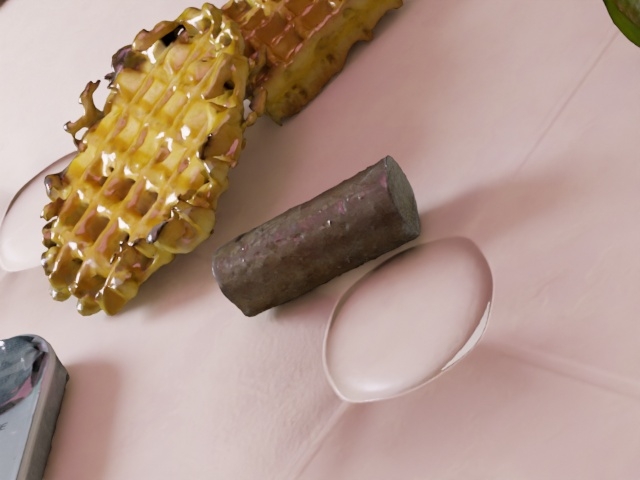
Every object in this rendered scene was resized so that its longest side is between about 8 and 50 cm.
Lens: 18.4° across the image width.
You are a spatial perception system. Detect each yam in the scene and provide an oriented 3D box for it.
[{"bbox_3d":[0.000,0.000,1.541,0.169,0.068,0.068,-28,37,24],"label":"yam"}]

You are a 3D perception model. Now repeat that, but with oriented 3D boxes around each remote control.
[{"bbox_3d":[-0.267,0.179,1.605,0.104,0.052,0.247,-18,41,27],"label":"remote control"}]

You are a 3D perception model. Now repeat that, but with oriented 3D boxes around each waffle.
[{"bbox_3d":[-0.155,-0.072,1.712,0.262,0.060,0.281,-29,47,32],"label":"waffle"},{"bbox_3d":[-0.007,-0.215,1.780,0.211,0.055,0.160,-45,37,-3],"label":"waffle"}]

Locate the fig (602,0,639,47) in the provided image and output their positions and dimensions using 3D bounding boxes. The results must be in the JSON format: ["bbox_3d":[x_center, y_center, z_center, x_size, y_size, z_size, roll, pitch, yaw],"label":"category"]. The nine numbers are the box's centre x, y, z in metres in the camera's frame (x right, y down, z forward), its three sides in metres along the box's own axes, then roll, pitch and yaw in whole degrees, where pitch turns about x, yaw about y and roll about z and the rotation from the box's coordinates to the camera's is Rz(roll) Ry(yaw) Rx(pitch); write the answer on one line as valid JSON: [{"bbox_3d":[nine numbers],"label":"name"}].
[{"bbox_3d":[0.293,-0.188,1.403,0.195,0.195,0.245,-25,74,21],"label":"fig"}]
